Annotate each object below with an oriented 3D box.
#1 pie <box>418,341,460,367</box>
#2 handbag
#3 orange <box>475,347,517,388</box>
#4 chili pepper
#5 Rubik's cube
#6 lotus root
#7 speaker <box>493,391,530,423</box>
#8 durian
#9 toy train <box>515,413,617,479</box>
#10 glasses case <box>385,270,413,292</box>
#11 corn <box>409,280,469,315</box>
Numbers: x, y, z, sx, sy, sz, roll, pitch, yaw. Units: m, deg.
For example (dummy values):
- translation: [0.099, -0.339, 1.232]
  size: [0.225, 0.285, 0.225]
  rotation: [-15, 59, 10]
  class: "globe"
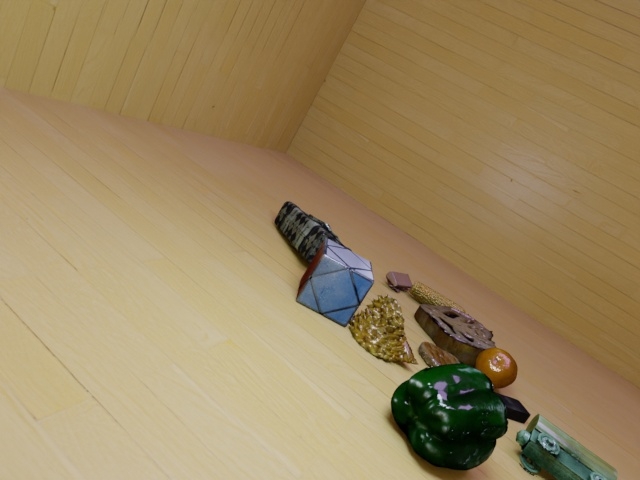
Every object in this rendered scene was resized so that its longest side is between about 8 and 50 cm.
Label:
- translation: [0.454, 0.452, 1.691]
  size: [0.195, 0.046, 0.195]
  rotation: [28, 14, -8]
  class: "pie"
- translation: [0.000, 0.000, 2.059]
  size: [0.316, 0.180, 0.416]
  rotation: [30, 9, -35]
  class: "handbag"
- translation: [0.688, 0.503, 1.770]
  size: [0.159, 0.159, 0.136]
  rotation: [44, -21, 40]
  class: "orange"
- translation: [0.328, 0.442, 1.177]
  size: [0.256, 0.233, 0.248]
  rotation: [12, 20, -34]
  class: "chili pepper"
- translation: [0.054, 0.145, 1.616]
  size: [0.205, 0.205, 0.207]
  rotation: [29, 15, -5]
  class: "Rubik's cube"
- translation: [0.593, 0.401, 1.990]
  size: [0.375, 0.111, 0.390]
  rotation: [33, 18, 15]
  class: "lotus root"
- translation: [0.645, 0.587, 1.619]
  size: [0.218, 0.044, 0.082]
  rotation: [24, 17, -21]
  class: "speaker"
- translation: [0.196, 0.312, 1.575]
  size: [0.195, 0.186, 0.305]
  rotation: [-1, 35, -18]
  class: "durian"
- translation: [0.737, 0.671, 1.368]
  size: [0.307, 0.126, 0.189]
  rotation: [35, 23, 19]
  class: "toy train"
- translation: [0.393, 0.220, 2.272]
  size: [0.193, 0.070, 0.102]
  rotation: [13, 51, -52]
  class: "glasses case"
- translation: [0.581, 0.314, 2.238]
  size: [0.310, 0.101, 0.101]
  rotation: [30, 16, 7]
  class: "corn"
